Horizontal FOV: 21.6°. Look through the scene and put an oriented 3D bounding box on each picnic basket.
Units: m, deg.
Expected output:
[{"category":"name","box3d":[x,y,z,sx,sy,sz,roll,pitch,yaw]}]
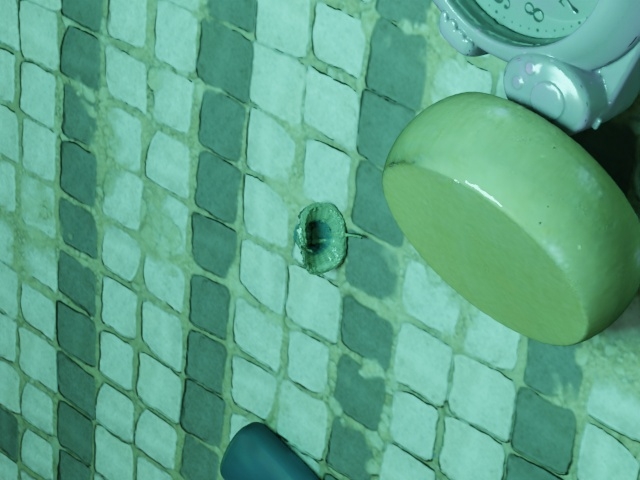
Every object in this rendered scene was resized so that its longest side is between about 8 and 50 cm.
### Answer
[{"category":"picnic basket","box3d":[0.000,0.000,1.872,0.083,0.065,0.083,20,118,57]}]

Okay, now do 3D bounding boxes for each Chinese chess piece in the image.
[{"category":"Chinese chess piece","box3d":[0.180,-0.019,1.575,0.273,0.102,0.273,38,161,15]}]

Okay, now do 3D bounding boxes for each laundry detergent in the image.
[{"category":"laundry detergent","box3d":[-0.031,0.315,2.051,0.206,0.061,0.097,39,123,25]}]

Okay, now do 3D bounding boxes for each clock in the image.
[{"category":"clock","box3d":[0.195,-0.288,1.507,0.322,0.113,0.295,45,134,22]}]
